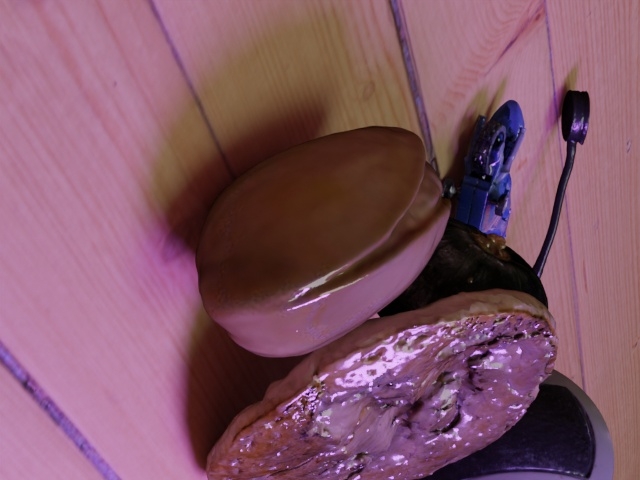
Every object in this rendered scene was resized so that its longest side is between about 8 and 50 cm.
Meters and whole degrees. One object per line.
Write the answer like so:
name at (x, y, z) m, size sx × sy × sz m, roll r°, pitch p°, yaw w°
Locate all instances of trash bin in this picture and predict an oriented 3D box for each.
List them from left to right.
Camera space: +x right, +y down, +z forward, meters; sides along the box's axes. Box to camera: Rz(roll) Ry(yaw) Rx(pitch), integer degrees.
trash bin at (0.214, 0.343, 1.968) m, size 0.280 × 0.280 × 0.432 m, roll -51°, pitch 156°, yaw -30°

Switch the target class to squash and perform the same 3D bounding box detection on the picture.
squash at (0.145, 0.056, 1.639) m, size 0.156 × 0.193 × 0.193 m, roll -44°, pitch 155°, yaw -2°

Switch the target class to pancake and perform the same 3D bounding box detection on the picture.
pancake at (0.059, 0.157, 1.485) m, size 0.387 × 0.082 × 0.387 m, roll -21°, pitch 154°, yaw -11°

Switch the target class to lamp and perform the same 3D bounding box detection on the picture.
lamp at (0.263, -0.011, 1.978) m, size 0.130 × 0.109 × 0.371 m, roll -87°, pitch -174°, yaw -76°

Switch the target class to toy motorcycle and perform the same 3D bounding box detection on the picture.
toy motorcycle at (0.189, -0.054, 1.776) m, size 0.114 × 0.076 × 0.205 m, roll -46°, pitch 150°, yaw -55°

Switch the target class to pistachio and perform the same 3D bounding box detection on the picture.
pistachio at (0.000, 0.000, 1.301) m, size 0.293 × 0.182 × 0.162 m, roll -31°, pitch 106°, yaw -48°
